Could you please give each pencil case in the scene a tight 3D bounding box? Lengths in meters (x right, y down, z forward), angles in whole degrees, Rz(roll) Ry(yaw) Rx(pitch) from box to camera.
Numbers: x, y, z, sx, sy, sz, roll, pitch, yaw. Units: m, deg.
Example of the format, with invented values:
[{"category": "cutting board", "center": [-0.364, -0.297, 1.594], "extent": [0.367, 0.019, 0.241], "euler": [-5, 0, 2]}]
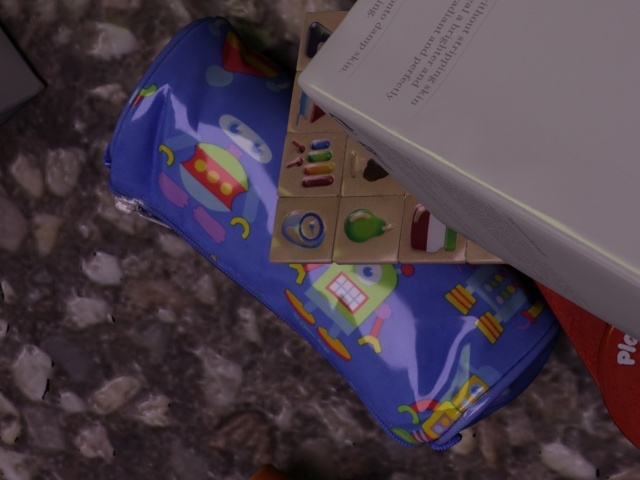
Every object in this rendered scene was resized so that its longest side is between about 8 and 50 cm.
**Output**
[{"category": "pencil case", "center": [0.000, 0.000, 1.134], "extent": [0.306, 0.119, 0.133], "euler": [40, 94, 7]}]

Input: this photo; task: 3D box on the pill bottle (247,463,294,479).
[{"category": "pill bottle", "center": [0.035, 0.249, 1.194], "extent": [0.245, 0.130, 0.130], "euler": [36, 117, 8]}]

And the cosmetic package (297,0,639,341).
[{"category": "cosmetic package", "center": [0.196, -0.052, 0.841], "extent": [0.217, 0.156, 0.385], "euler": [-52, 46, -2]}]

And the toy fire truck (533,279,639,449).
[{"category": "toy fire truck", "center": [0.237, -0.034, 1.013], "extent": [0.302, 0.169, 0.254], "euler": [-41, 70, 27]}]

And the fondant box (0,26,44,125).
[{"category": "fondant box", "center": [-0.367, -0.020, 1.219], "extent": [0.330, 0.238, 0.096], "euler": [-35, 92, 28]}]

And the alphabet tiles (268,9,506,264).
[{"category": "alphabet tiles", "center": [0.076, -0.099, 1.056], "extent": [0.198, 0.009, 0.237], "euler": [-1, 69, 24]}]
